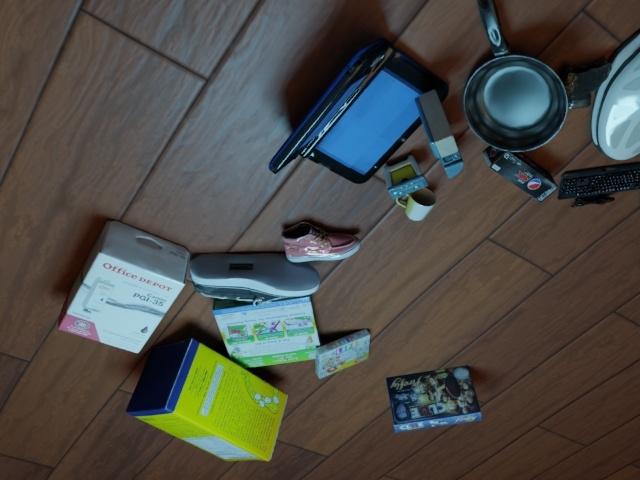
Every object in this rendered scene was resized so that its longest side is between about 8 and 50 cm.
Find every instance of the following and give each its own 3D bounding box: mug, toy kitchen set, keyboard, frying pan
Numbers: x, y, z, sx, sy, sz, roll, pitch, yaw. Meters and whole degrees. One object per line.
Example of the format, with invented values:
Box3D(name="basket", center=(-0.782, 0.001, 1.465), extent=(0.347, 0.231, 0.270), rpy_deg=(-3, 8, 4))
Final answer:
Box3D(name="mug", center=(0.215, -0.083, 1.419), extent=(0.062, 0.078, 0.064), rpy_deg=(-21, 149, -30))
Box3D(name="toy kitchen set", center=(0.191, -0.163, 1.259), extent=(0.166, 0.122, 0.207), rpy_deg=(-21, 146, 14))
Box3D(name="keyboard", center=(0.638, -0.117, 1.428), extent=(0.192, 0.038, 0.100), rpy_deg=(-8, 131, 3))
Box3D(name="frying pan", center=(0.335, -0.315, 1.217), extent=(0.326, 0.053, 0.197), rpy_deg=(50, 133, -9))

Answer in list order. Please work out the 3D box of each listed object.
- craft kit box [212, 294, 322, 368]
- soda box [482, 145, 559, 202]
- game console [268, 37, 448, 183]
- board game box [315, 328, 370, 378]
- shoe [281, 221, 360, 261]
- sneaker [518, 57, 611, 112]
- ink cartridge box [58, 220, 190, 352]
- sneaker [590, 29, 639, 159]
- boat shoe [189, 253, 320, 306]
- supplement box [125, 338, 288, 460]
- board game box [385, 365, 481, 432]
Box3D(name="craft kit box", center=(-0.131, 0.231, 1.658), extent=(0.250, 0.061, 0.246), rpy_deg=(-8, 129, 2))
Box3D(name="soda box", center=(0.431, -0.151, 1.365), extent=(0.169, 0.060, 0.053), rpy_deg=(29, 122, -25))
Box3D(name="game console", center=(0.078, -0.217, 1.215), extent=(0.173, 0.250, 0.293), rpy_deg=(41, 120, -2))
Box3D(name="board game box", center=(0.060, 0.307, 1.718), extent=(0.154, 0.026, 0.103), rpy_deg=(-19, 134, -20))
Box3D(name="shoe", center=(0.000, 0.000, 1.458), extent=(0.178, 0.063, 0.081), rpy_deg=(-8, 136, 8))
Box3D(name="sneaker", center=(0.477, -0.304, 1.245), extent=(0.170, 0.051, 0.089), rpy_deg=(-4, 121, 4))
Box3D(name="ink cartridge box", center=(-0.461, 0.115, 1.486), extent=(0.207, 0.117, 0.283), rpy_deg=(24, 125, -23))
Box3D(name="sneaker", center=(0.663, -0.289, 1.133), extent=(0.169, 0.257, 0.447), rpy_deg=(9, 130, -12))
Box3D(name="boat shoe", center=(-0.155, 0.104, 1.507), extent=(0.307, 0.113, 0.104), rpy_deg=(1, 137, -2))
Box3D(name="supplement box", center=(-0.293, 0.434, 1.693), extent=(0.194, 0.195, 0.357), rpy_deg=(-18, 134, 41))
Box3D(name="board game box", center=(0.320, 0.453, 1.814), extent=(0.244, 0.165, 0.042), rpy_deg=(-10, 131, 3))
